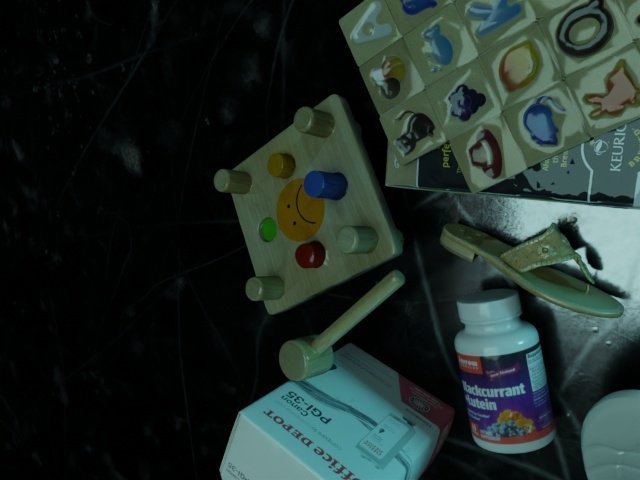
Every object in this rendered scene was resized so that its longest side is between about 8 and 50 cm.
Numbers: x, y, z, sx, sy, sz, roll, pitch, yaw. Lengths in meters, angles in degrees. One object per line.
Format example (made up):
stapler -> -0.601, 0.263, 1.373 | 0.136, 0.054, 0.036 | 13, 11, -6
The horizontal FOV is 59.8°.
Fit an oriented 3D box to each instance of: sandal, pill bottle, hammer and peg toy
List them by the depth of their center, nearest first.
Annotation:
sandal -> 0.445, 0.332, 0.640 | 0.169, 0.102, 0.416 | -29, 96, 49
sandal -> 0.265, 0.010, 0.695 | 0.240, 0.088, 0.079 | 27, 119, 32
pill bottle -> 0.237, 0.166, 0.732 | 0.108, 0.108, 0.193 | -10, 94, 35
hammer and peg toy -> 0.000, 0.000, 0.814 | 0.266, 0.127, 0.361 | -31, 71, 34

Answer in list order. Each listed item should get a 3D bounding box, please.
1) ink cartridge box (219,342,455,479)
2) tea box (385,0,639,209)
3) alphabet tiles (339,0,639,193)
ink cartridge box -> 0.034, 0.283, 0.783 | 0.207, 0.283, 0.117 | 30, 114, 25
tea box -> 0.260, -0.211, 0.575 | 0.324, 0.220, 0.328 | 10, 104, 31
alphabet tiles -> 0.179, -0.217, 0.488 | 0.343, 0.011, 0.285 | -26, 84, 34
